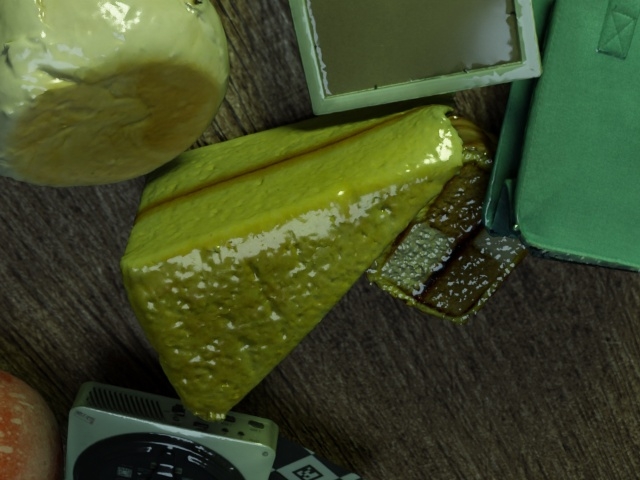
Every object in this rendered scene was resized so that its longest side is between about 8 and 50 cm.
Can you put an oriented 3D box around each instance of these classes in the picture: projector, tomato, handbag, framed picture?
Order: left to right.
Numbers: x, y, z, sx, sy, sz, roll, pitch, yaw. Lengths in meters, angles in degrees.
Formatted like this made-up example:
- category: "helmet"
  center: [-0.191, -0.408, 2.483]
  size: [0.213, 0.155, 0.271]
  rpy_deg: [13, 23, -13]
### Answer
- category: "tomato"
  center: [-0.438, 0.293, 1.016]
  size: [0.227, 0.270, 0.270]
  rpy_deg: [10, 121, -8]
- category: "projector"
  center: [-0.204, 0.312, 1.069]
  size: [0.257, 0.079, 0.259]
  rpy_deg: [13, 128, -5]
- category: "framed picture"
  center: [0.069, -0.276, 0.751]
  size: [0.231, 0.018, 0.293]
  rpy_deg: [-6, 109, 19]
- category: "handbag"
  center: [0.309, -0.108, 0.836]
  size: [0.268, 0.100, 0.274]
  rpy_deg: [7, 96, -17]

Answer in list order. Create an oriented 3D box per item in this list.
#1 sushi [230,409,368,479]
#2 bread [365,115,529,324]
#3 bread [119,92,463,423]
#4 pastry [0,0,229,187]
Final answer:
- category: "sushi"
  center: [-0.123, 0.339, 1.181]
  size: [0.339, 0.069, 0.320]
  rpy_deg: [31, 125, -19]
- category: "bread"
  center: [0.150, -0.019, 0.934]
  size: [0.181, 0.096, 0.222]
  rpy_deg: [24, 119, -18]
- category: "bread"
  center: [0.000, 0.000, 0.863]
  size: [0.361, 0.233, 0.245]
  rpy_deg: [-17, 121, 8]
- category: "pastry"
  center: [-0.212, -0.156, 0.766]
  size: [0.265, 0.133, 0.265]
  rpy_deg: [-24, 164, -7]
